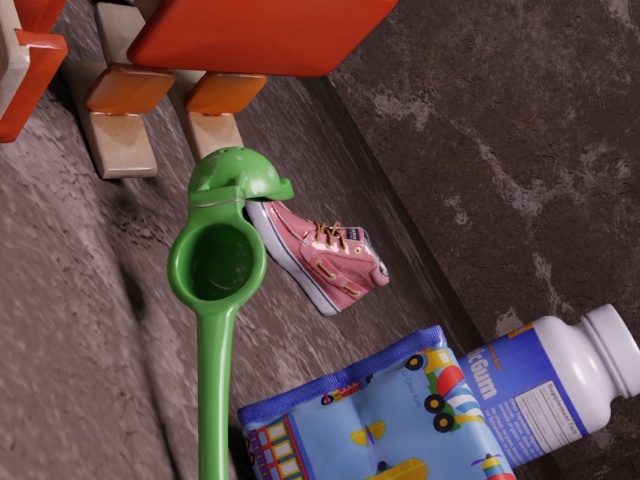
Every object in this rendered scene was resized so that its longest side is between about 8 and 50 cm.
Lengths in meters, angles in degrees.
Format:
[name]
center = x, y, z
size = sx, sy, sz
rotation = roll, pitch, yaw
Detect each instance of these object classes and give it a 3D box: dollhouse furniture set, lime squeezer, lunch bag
[dollhouse furniture set]
center = -0.069, -0.119, 0.456
size = 0.259, 0.262, 0.135
rotation = -6, 66, -42
[lime squeezer]
center = -0.055, 0.014, 0.510
size = 0.310, 0.059, 0.110
rotation = -84, 180, -53
[lunch bag]
center = 0.074, 0.227, 0.579
size = 0.293, 0.138, 0.221
rotation = 68, -1, -60

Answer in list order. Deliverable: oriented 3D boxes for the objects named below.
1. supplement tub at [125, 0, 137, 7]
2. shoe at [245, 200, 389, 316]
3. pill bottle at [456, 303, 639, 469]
[supplement tub]
center = -0.101, -0.327, 0.799
size = 0.235, 0.235, 0.325
rotation = 58, 11, -19
[shoe]
center = 0.000, 0.000, 0.852
size = 0.178, 0.081, 0.063
rotation = 53, 13, -38
[pill bottle]
center = 0.258, 0.186, 1.068
size = 0.152, 0.272, 0.152
rotation = 58, 11, -17
